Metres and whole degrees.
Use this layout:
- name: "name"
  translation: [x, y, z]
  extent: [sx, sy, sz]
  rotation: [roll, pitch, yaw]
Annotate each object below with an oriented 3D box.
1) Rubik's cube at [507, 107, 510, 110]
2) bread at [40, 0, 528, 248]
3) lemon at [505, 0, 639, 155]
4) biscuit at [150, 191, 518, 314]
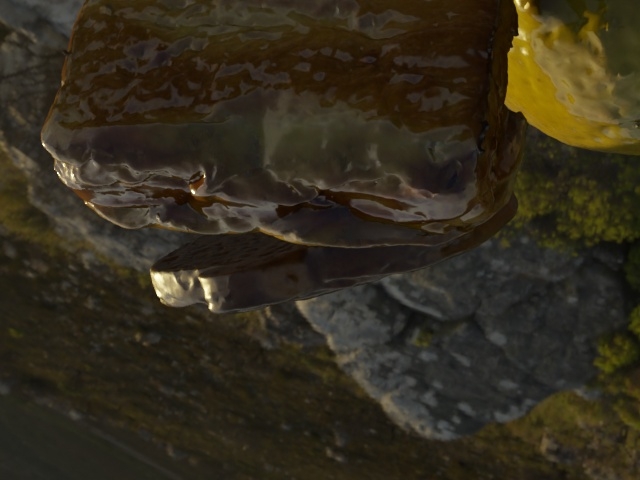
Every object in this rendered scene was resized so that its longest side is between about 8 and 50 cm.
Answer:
- name: "Rubik's cube"
  translation: [0.144, -0.295, 1.126]
  extent: [0.238, 0.237, 0.237]
  rotation: [2, 149, 12]
- name: "bread"
  translation: [-0.026, -0.093, 0.623]
  extent: [0.344, 0.195, 0.149]
  rotation: [5, 162, 18]
- name: "lemon"
  translation: [0.262, -0.254, 0.734]
  extent: [0.349, 0.350, 0.387]
  rotation: [58, 177, -39]
- name: "biscuit"
  translation: [0.002, 0.009, 0.907]
  extent: [0.394, 0.350, 0.070]
  rotation: [-9, 104, 36]
